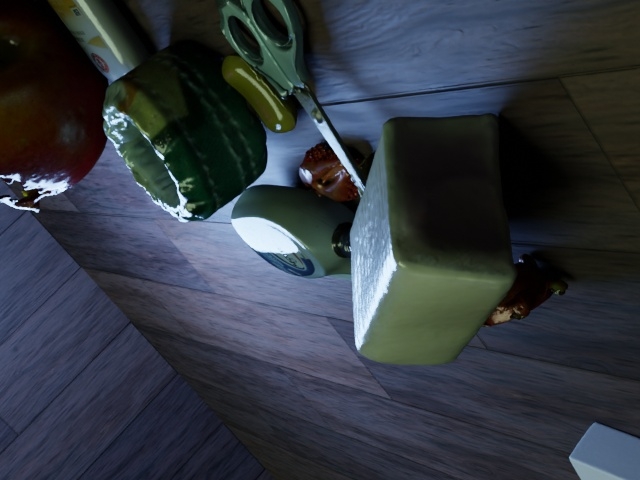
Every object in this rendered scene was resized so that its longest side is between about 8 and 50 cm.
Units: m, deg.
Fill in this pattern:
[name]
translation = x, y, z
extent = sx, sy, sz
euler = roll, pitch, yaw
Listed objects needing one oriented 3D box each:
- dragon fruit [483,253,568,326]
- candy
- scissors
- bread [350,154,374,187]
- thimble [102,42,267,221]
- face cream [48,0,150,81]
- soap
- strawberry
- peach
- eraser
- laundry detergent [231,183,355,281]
[dragon fruit]
translation = 0.242, 0.062, 1.389
extent = 0.068, 0.112, 0.126
euler = 61, 157, -7
[candy]
translation = 0.126, 0.011, 1.309
extent = 0.145, 0.208, 0.359
euler = -1, 159, -7
[scissors]
translation = -0.022, -0.190, 1.420
extent = 0.360, 0.029, 0.191
euler = 58, 155, -13
[bread]
translation = 0.082, -0.075, 1.487
extent = 0.083, 0.047, 0.036
euler = 46, 166, -8
[thimble]
translation = -0.215, -0.164, 1.665
extent = 0.254, 0.167, 0.288
euler = 56, 162, -8
[face cream]
translation = -0.343, -0.320, 1.750
extent = 0.144, 0.071, 0.291
euler = 17, 148, 50
[soap]
translation = -0.085, -0.212, 1.527
extent = 0.140, 0.045, 0.089
euler = 49, 159, -10
[strawberry]
translation = 0.017, -0.096, 1.569
extent = 0.104, 0.048, 0.152
euler = 41, 163, -4
[peach]
translation = -0.527, -0.254, 1.864
extent = 0.335, 0.310, 0.406
euler = 42, -179, 20
[eraser]
translation = 0.501, 0.351, 1.515
extent = 0.298, 0.076, 0.078
euler = 16, 146, 51
[laundry detergent]
translation = 0.000, 0.000, 1.704
extent = 0.280, 0.105, 0.215
euler = 10, 151, 51
